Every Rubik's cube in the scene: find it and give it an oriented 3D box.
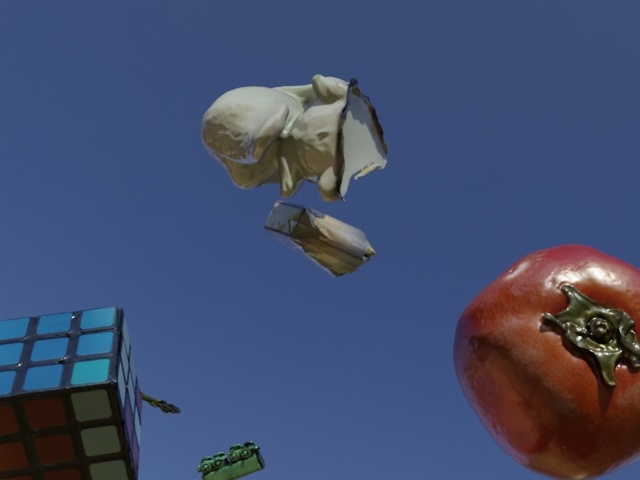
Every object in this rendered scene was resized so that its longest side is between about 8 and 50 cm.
[{"bbox_3d":[-0.306,0.191,0.922,0.161,0.162,0.163,-7,-63,-7],"label":"Rubik's cube"}]

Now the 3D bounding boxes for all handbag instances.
[{"bbox_3d":[0.000,0.000,1.326,0.173,0.117,0.095,26,-92,-30],"label":"handbag"}]

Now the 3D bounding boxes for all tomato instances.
[{"bbox_3d":[0.364,0.182,1.145,0.325,0.293,0.290,46,-18,17],"label":"tomato"}]

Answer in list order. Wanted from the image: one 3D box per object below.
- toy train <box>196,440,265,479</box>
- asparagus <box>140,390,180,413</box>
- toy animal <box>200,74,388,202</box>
[{"bbox_3d":[-0.193,0.485,1.679,0.148,0.038,0.071,-23,-81,7],"label":"toy train"},{"bbox_3d":[-0.347,0.257,1.371,0.233,0.023,0.022,32,-63,-20],"label":"asparagus"},{"bbox_3d":[-0.047,-0.159,1.169,0.289,0.249,0.174,-5,-74,6],"label":"toy animal"}]
